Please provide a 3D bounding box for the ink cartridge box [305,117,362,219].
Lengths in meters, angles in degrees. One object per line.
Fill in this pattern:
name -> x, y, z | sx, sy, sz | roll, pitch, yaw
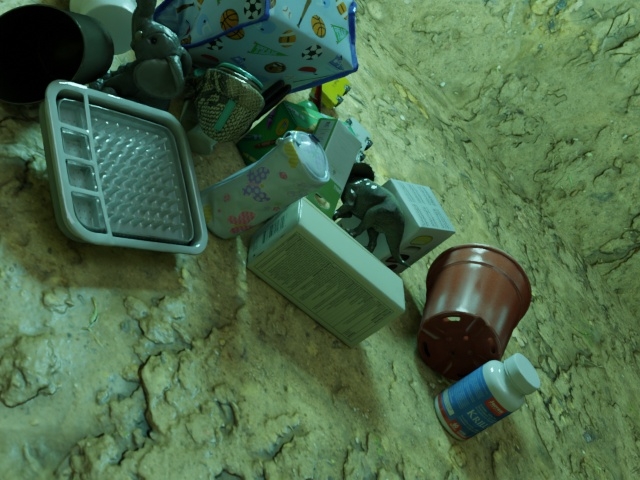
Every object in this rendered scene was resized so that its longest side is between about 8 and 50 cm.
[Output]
ink cartridge box -> 0.010, -0.161, 2.021 | 0.109, 0.062, 0.209 | 40, 66, -47

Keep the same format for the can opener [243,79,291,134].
can opener -> -0.141, -0.304, 2.058 | 0.059, 0.186, 0.073 | 22, 37, -59

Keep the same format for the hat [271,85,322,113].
hat -> -0.011, -0.334, 2.311 | 0.208, 0.183, 0.173 | 54, 26, 6

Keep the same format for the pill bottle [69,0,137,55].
pill bottle -> -0.447, -0.515, 1.864 | 0.153, 0.153, 0.264 | 28, 34, -41

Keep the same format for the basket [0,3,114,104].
basket -> -0.467, -0.333, 1.582 | 0.154, 0.204, 0.227 | 64, 13, -10

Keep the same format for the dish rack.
dish rack -> -0.343, -0.107, 1.536 | 0.333, 0.072, 0.285 | 9, 62, -55

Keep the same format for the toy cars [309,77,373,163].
toy cars -> 0.045, -0.348, 2.550 | 0.176, 0.087, 0.393 | 16, 46, -44

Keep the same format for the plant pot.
plant pot -> 0.361, 0.188, 2.182 | 0.272, 0.272, 0.265 | 47, 34, -9

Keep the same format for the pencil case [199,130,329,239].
pencil case -> -0.113, -0.105, 1.742 | 0.124, 0.273, 0.113 | 34, 37, -38

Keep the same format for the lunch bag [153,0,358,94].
lunch bag -> -0.158, -0.479, 2.040 | 0.328, 0.385, 0.239 | 22, 62, -45

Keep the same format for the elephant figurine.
elephant figurine -> -0.322, -0.337, 1.733 | 0.186, 0.239, 0.169 | 13, 45, -53

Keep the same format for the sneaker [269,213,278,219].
sneaker -> -0.055, -0.043, 1.922 | 0.076, 0.065, 0.166 | 57, -21, -18

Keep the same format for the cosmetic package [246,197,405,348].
cosmetic package -> 0.014, 0.069, 1.851 | 0.309, 0.160, 0.113 | 40, 28, -25

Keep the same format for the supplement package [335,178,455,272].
supplement package -> 0.189, -0.031, 2.230 | 0.203, 0.194, 0.149 | 5, 51, -56

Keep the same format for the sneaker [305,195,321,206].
sneaker -> 0.000, 0.000, 2.033 | 0.221, 0.083, 0.087 | 45, 39, 0

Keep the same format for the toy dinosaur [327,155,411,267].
toy dinosaur -> 0.117, -0.073, 2.081 | 0.313, 0.160, 0.121 | 46, -3, 16

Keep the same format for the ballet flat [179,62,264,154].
ballet flat -> -0.221, -0.264, 1.836 | 0.164, 0.182, 0.483 | 29, 3, -13

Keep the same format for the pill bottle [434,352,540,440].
pill bottle -> 0.377, 0.347, 2.009 | 0.124, 0.221, 0.124 | 38, 28, -25

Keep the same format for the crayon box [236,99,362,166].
crayon box -> -0.046, -0.226, 2.133 | 0.278, 0.165, 0.081 | 10, 47, -55
